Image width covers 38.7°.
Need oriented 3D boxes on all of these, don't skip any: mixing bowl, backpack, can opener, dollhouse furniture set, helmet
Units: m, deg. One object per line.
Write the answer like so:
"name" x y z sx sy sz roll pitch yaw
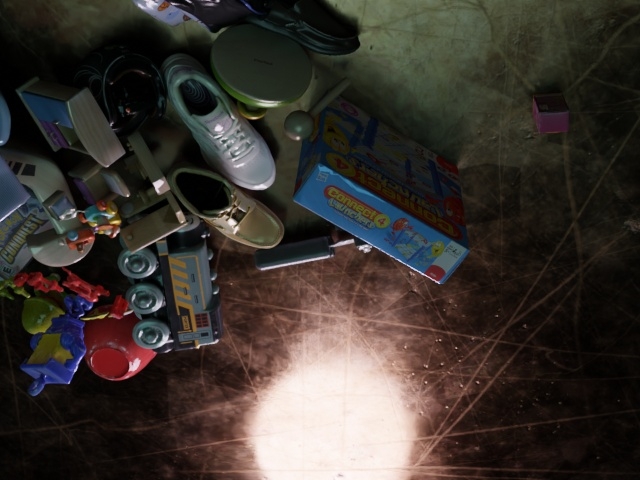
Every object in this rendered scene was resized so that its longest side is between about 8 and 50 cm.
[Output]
"mixing bowl" -0.453 0.241 2.014 0.181 0.098 0.182 2 122 3
"backpack" -0.211 -0.480 1.451 0.213 0.276 0.264 -12 87 9
"can opener" 0.000 0.000 1.859 0.280 0.074 0.093 -16 86 11
"dollhouse furniture set" -0.508 -0.095 1.574 0.198 0.303 0.286 19 144 46
"helmet" -0.368 -0.268 1.649 0.161 0.169 0.169 10 139 53
"dollhouse furniture set" -0.352 -0.089 1.727 0.123 0.144 0.151 -29 157 -9

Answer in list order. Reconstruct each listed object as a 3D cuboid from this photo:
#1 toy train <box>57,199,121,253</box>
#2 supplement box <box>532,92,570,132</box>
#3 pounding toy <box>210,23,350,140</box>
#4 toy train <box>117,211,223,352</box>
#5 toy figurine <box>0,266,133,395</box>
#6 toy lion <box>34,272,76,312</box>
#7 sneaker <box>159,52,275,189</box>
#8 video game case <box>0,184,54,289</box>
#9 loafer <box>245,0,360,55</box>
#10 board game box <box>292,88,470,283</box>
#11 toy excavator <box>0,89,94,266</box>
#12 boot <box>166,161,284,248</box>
"toy train" -0.430 -0.018 1.702 0.125 0.046 0.166 -20 165 -16
"supplement box" 0.420 -0.233 1.663 0.054 0.083 0.043 -2 122 6
"pounding toy" -0.094 -0.270 1.629 0.236 0.183 0.110 34 142 4
"toy train" -0.308 0.087 1.893 0.190 0.142 0.334 -7 120 -6
"toy figurine" -0.562 0.200 1.823 0.362 0.217 0.191 -8 146 42
"toy lion" -0.590 0.127 1.993 0.096 0.034 0.100 -19 119 24
"sneaker" -0.189 -0.200 1.679 0.114 0.152 0.305 -40 115 1
"video game case" -0.690 -0.046 1.884 0.248 0.035 0.275 37 117 -18
"loafer" -0.029 -0.390 1.596 0.220 0.080 0.078 18 122 -7
"board game box" 0.111 -0.104 1.637 0.308 0.302 0.086 29 120 -14
"toy excavator" -0.632 -0.171 1.695 0.445 0.222 0.433 4 106 -23
"boot" -0.174 -0.061 1.734 0.262 0.203 0.095 36 88 -12
